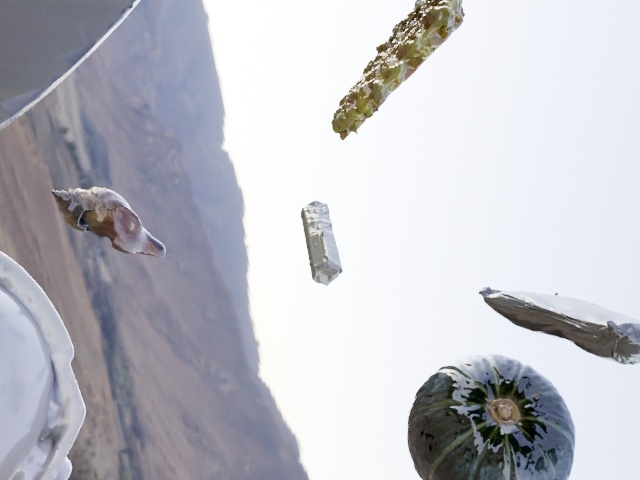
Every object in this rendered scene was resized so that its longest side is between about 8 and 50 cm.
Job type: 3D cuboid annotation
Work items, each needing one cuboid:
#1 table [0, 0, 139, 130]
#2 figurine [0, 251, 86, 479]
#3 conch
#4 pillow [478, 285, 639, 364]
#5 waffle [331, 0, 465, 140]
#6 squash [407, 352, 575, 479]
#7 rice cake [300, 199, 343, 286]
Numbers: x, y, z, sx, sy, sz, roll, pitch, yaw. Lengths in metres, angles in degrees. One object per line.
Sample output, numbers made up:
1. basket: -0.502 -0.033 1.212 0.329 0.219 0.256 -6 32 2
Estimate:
1. table: -0.162 -0.149 0.194 0.249 0.317 0.317 151 -74 -73
2. figurine: -0.193 0.100 0.400 0.141 0.163 0.236 167 -71 -72
3. conch: -0.327 -0.033 1.412 0.080 0.233 0.086 -51 -146 19
4. pillow: 0.342 0.110 1.152 0.255 0.169 0.059 16 -79 55
5. waffle: 0.099 -0.241 1.201 0.059 0.238 0.243 43 18 -10
6. squash: 0.257 0.291 1.338 0.165 0.252 0.252 99 -23 -49
7. rice cake: 0.000 0.000 1.664 0.052 0.057 0.256 48 15 -27
